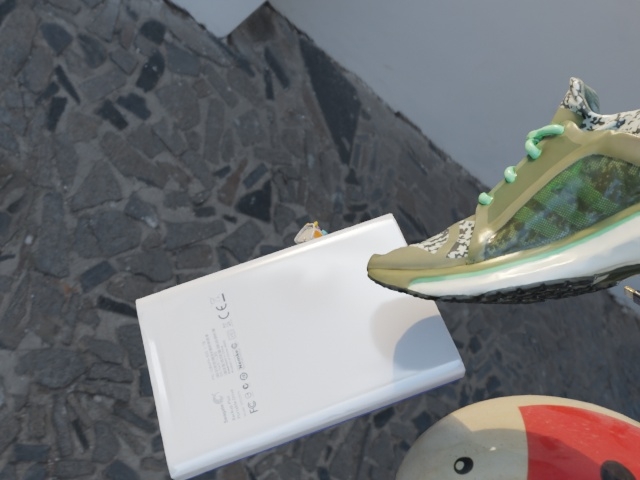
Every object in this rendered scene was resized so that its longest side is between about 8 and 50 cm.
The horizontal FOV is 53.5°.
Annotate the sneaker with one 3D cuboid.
[{"bbox_3d":[0.226,-0.047,0.575,0.158,0.410,0.182,16,61,-58],"label":"sneaker"}]

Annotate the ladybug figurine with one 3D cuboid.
[{"bbox_3d":[0.303,0.342,0.703,0.449,0.162,0.305,16,83,-5],"label":"ladybug figurine"}]

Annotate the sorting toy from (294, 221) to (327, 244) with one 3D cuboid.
[{"bbox_3d":[0.000,0.000,1.296,0.075,0.083,0.045,33,74,-21],"label":"sorting toy"}]

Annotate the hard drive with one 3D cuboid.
[{"bbox_3d":[-0.031,0.109,0.710,0.040,0.318,0.210,80,-10,-59],"label":"hard drive"}]

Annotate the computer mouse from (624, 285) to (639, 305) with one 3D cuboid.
[{"bbox_3d":[0.514,0.001,1.000,0.060,0.184,0.262,-7,34,-38],"label":"computer mouse"}]
